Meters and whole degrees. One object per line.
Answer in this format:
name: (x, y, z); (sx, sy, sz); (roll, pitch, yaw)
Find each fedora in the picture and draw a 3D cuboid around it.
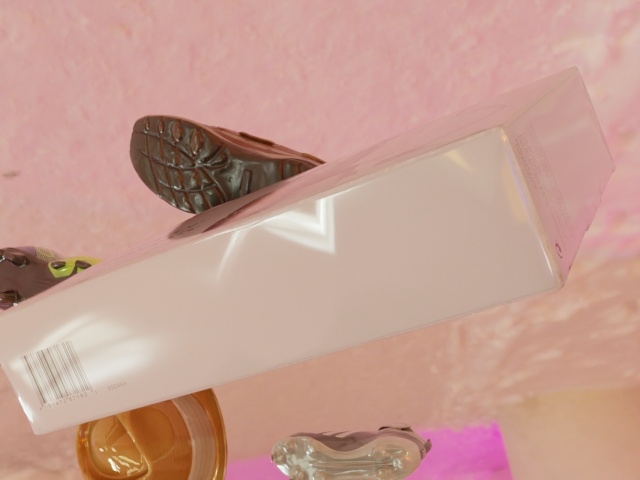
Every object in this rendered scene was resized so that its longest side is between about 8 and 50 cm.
fedora: (-0.177, 0.198, 0.874); (0.194, 0.194, 0.079); (-28, 161, 33)

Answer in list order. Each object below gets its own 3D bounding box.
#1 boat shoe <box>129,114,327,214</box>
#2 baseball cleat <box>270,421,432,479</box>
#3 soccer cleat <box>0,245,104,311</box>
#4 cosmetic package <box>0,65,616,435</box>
boat shoe: (-0.105, -0.087, 1.218); (0.324, 0.122, 0.120); (22, -162, 21)
baseball cleat: (0.043, 0.274, 1.161); (0.206, 0.072, 0.109); (-2, -174, 30)
soccer cleat: (-0.247, 0.062, 0.970); (0.289, 0.093, 0.121); (13, 178, 37)
cosmetic package: (0.000, 0.000, 0.646); (0.377, 0.097, 0.284); (-19, -174, 26)
